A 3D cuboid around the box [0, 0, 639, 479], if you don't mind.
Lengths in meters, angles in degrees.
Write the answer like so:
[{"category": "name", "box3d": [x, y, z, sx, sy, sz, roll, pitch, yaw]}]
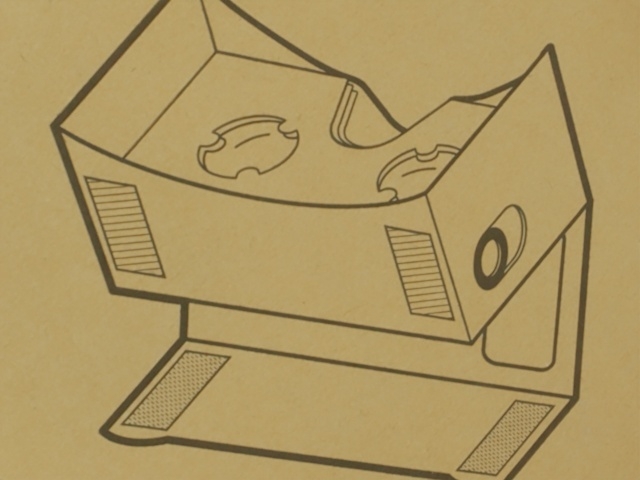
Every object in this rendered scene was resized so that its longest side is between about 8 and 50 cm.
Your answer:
[{"category": "box", "box3d": [0.000, 0.000, 0.388, 0.164, 0.201, 0.021, -49, 22, -3]}]
